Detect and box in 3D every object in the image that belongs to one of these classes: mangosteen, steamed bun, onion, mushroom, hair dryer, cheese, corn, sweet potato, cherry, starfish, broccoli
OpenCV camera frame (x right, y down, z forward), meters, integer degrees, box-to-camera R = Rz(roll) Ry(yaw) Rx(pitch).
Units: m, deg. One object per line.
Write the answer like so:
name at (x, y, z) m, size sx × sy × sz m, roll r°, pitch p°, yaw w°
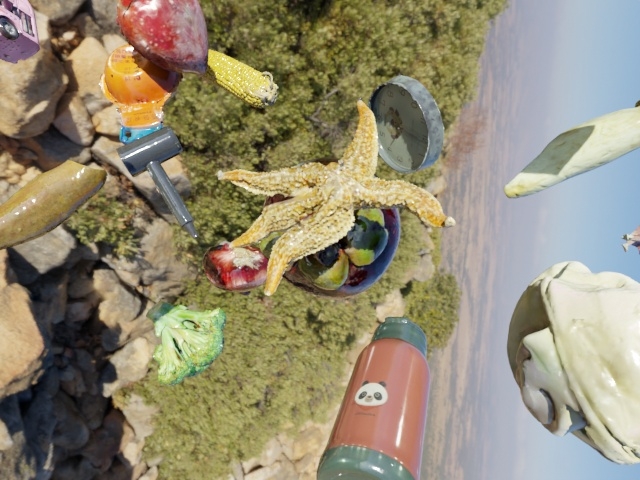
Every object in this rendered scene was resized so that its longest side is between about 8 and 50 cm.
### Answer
mangosteen at (0.021, -0.011, 0.859) m, size 0.300 × 0.299 × 0.301 m, roll -18°, pitch 110°, yaw -61°
steamed bun at (0.392, 0.190, 0.656) m, size 0.280 × 0.206 × 0.269 m, roll -137°, pitch -141°, yaw -69°
onion at (-0.302, 0.113, 1.564) m, size 0.272 × 0.271 × 0.196 m, roll -27°, pitch 127°, yaw -59°
mushroom at (0.568, -0.196, 0.939) m, size 0.087 × 0.333 × 0.108 m, roll -7°, pitch 77°, yaw -53°
hair dryer at (-0.323, -0.121, 0.929) m, size 0.128 × 0.070 × 0.256 m, roll -33°, pitch 88°, yaw -15°
cheese at (-0.463, -0.386, 1.094) m, size 0.129 × 0.216 × 0.330 m, roll 91°, pitch -13°, yaw -67°
corn at (-0.258, -0.480, 1.240) m, size 0.106 × 0.292 × 0.106 m, roll -55°, pitch 166°, yaw -22°
sweet potato at (-0.426, -0.038, 0.614) m, size 0.243 × 0.077 × 0.077 m, roll -42°, pitch 135°, yaw -22°
cherry at (-0.362, -0.502, 1.009) m, size 0.250 × 0.175 × 0.192 m, roll 47°, pitch 45°, yaw -36°
starfish at (-0.013, -0.074, 0.608) m, size 0.084 × 0.293 × 0.302 m, roll 65°, pitch 1°, yaw -58°
broccoli at (-0.430, 0.299, 1.302) m, size 0.269 × 0.253 × 0.269 m, roll 49°, pitch 30°, yaw -41°

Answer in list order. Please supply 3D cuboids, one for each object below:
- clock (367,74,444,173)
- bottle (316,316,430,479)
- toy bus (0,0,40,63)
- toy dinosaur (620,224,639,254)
clock at (0.262, -0.364, 1.365) m, size 0.061 × 0.312 × 0.313 m, roll -26°, pitch 123°, yaw -22°
bottle at (0.111, 0.262, 0.699) m, size 0.336 × 0.143 × 0.144 m, roll -57°, pitch 142°, yaw -54°
toy bus at (-0.402, -0.269, 0.439) m, size 0.203 × 0.063 × 0.090 m, roll 22°, pitch 50°, yaw -71°
toy dinosaur at (0.737, -0.014, 0.950) m, size 0.032 × 0.108 × 0.221 m, roll -83°, pitch 160°, yaw -60°
